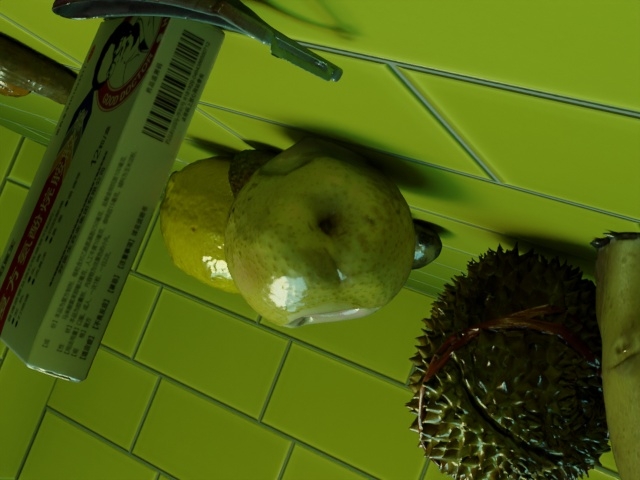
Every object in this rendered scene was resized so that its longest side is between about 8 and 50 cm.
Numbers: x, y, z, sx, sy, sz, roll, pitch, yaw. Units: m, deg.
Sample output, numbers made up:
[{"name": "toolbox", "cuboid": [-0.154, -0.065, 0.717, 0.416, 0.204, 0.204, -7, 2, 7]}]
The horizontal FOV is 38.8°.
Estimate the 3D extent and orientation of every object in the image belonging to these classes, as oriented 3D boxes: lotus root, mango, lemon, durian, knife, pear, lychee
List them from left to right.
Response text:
[{"name": "mango", "cuboid": [-0.546, -0.285, 1.552, 0.077, 0.063, 0.127, 29, 180, 40]}, {"name": "knife", "cuboid": [-0.114, -0.186, 0.757, 0.278, 0.053, 0.123, 20, 180, 31]}, {"name": "lemon", "cuboid": [-0.162, -0.031, 1.662, 0.319, 0.245, 0.245, 27, 178, 21]}, {"name": "lychee", "cuboid": [-0.087, -0.089, 1.439, 0.146, 0.114, 0.114, 39, -175, 29]}, {"name": "pear", "cuboid": [0.000, 0.000, 1.212, 0.271, 0.271, 0.271, 21, 176, 2]}, {"name": "lotus root", "cuboid": [0.165, 0.011, 1.614, 0.089, 0.081, 0.179, 20, 176, -3]}, {"name": "durian", "cuboid": [0.280, 0.199, 1.324, 0.347, 0.348, 0.384, 20, -142, 19]}]

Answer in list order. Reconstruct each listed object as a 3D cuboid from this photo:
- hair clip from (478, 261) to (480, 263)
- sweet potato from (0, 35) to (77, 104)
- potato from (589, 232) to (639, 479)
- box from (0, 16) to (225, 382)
[{"name": "hair clip", "cuboid": [0.397, 0.088, 1.791, 0.229, 0.039, 0.070, 30, 171, -33]}, {"name": "sweet potato", "cuboid": [-0.445, -0.260, 1.419, 0.081, 0.062, 0.233, 37, -171, 36]}, {"name": "potato", "cuboid": [0.409, 0.175, 1.041, 0.289, 0.296, 0.397, 29, 172, -17]}, {"name": "box", "cuboid": [-0.228, -0.056, 0.909, 0.069, 0.353, 0.214, 26, 173, -32]}]
